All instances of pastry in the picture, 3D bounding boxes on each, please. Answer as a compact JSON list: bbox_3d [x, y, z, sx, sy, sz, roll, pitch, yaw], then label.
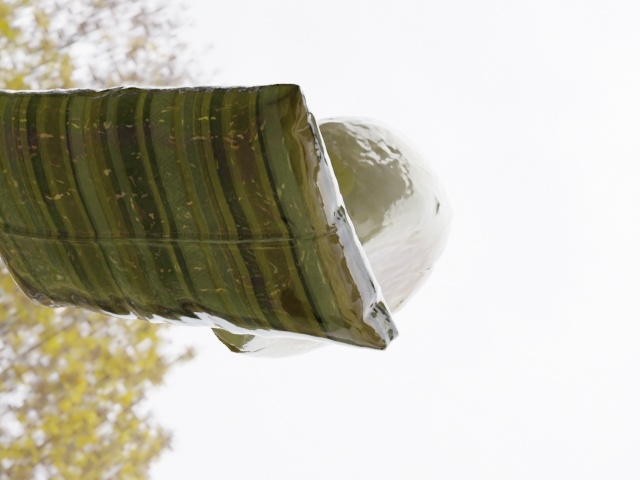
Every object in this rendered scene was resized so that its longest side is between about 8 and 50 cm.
[{"bbox_3d":[0.000,0.000,0.859,0.092,0.156,0.156,50,-46,26],"label":"pastry"}]

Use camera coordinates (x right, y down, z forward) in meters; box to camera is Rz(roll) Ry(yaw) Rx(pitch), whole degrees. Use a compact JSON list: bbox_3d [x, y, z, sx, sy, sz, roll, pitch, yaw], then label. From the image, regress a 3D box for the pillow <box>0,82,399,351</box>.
[{"bbox_3d":[-0.069,-0.011,0.595,0.203,0.038,0.113,3,-55,39],"label":"pillow"}]
